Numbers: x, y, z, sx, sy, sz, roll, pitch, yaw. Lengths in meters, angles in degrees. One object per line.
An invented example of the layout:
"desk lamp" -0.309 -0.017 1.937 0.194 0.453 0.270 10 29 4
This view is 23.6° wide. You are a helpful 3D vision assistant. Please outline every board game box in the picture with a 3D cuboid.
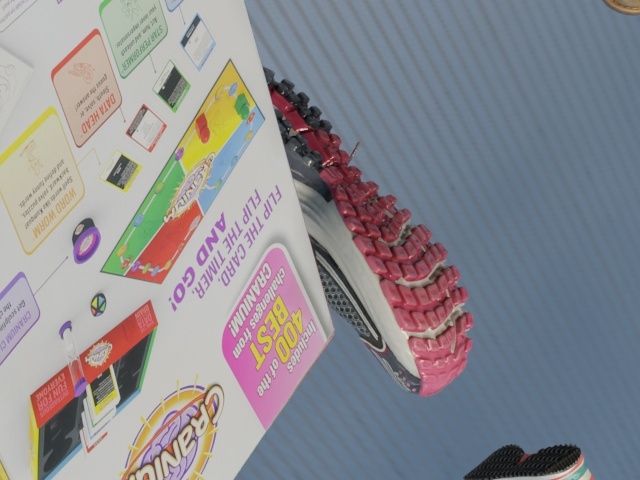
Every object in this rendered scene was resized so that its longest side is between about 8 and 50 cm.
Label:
"board game box" -0.103 -0.002 0.673 0.242 0.064 0.317 -54 141 -41

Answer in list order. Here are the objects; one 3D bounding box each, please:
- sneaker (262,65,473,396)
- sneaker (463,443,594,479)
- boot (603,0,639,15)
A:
"sneaker" 0.000 0.000 1.151 0.112 0.299 0.121 -50 155 23
"sneaker" 0.182 0.217 1.299 0.057 0.161 0.075 -33 96 -27
"boot" 0.353 -0.393 1.616 0.112 0.115 0.305 12 91 -1
